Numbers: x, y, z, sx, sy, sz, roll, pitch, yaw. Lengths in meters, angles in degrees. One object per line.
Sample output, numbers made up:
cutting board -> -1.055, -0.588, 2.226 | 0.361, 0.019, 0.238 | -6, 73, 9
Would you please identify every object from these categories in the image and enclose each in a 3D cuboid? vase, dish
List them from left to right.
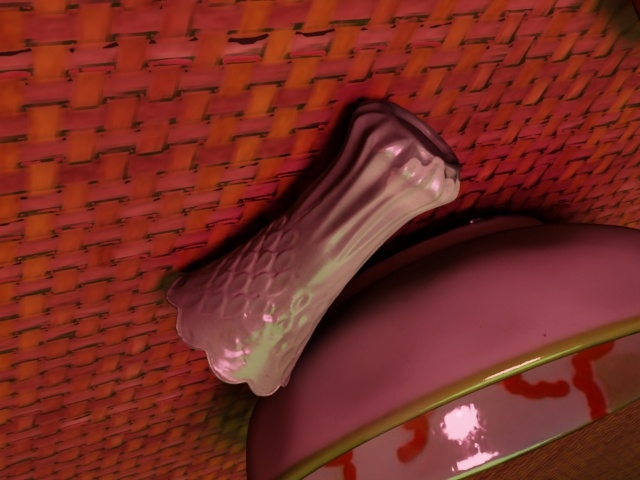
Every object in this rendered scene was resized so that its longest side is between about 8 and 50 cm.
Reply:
vase -> 0.000, 0.000, 0.427 | 0.149, 0.081, 0.081 | -46, 147, 22
dish -> 0.090, 0.070, 0.570 | 0.324, 0.124, 0.324 | -18, 156, -9

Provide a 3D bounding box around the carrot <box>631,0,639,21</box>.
carrot -> 0.157, -0.130, 0.348 | 0.087, 0.087, 0.193 | -32, 153, 6
